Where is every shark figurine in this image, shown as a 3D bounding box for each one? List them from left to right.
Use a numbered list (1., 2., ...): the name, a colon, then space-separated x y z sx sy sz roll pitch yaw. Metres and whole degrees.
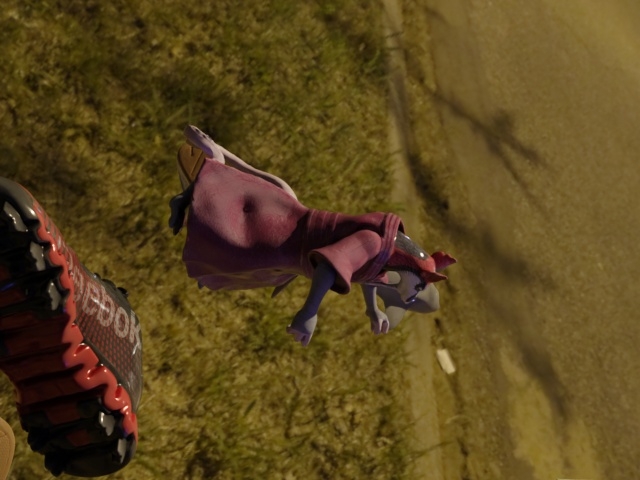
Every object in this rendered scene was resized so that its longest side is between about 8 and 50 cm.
1. shark figurine: 0.078 0.081 1.121 0.279 0.166 0.116 16 69 -13

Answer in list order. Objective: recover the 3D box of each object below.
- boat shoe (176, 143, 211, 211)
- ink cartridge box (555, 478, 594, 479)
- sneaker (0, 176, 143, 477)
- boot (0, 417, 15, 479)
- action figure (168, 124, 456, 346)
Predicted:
1. boat shoe: -0.205 -0.055 1.422 0.098 0.096 0.276 -20 82 -24
2. ink cartridge box: 0.229 0.349 0.653 0.235 0.056 0.171 -24 104 -57
3. sneaker: -0.218 0.060 0.594 0.135 0.098 0.275 -91 168 -59
4. boot: -0.450 0.283 0.735 0.095 0.204 0.261 54 48 -34
5. action figure: 0.000 0.000 0.995 0.248 0.371 0.275 16 77 -77
